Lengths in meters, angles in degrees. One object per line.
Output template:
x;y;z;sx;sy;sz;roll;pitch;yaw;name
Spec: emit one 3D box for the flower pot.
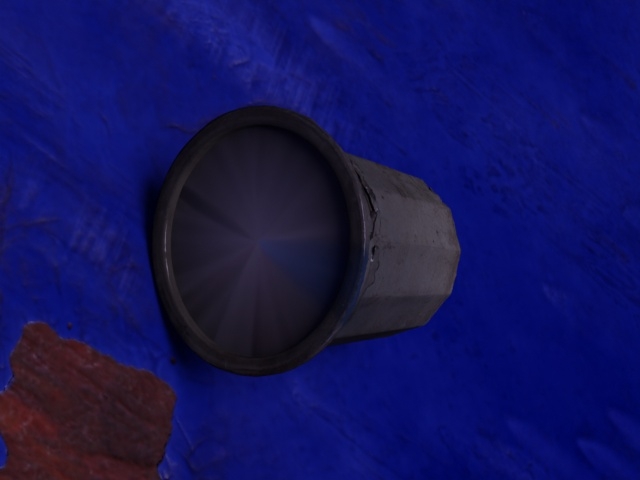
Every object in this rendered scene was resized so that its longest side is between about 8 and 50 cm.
0.000;0.000;1.604;0.202;0.212;0.212;0;72;-56;flower pot
